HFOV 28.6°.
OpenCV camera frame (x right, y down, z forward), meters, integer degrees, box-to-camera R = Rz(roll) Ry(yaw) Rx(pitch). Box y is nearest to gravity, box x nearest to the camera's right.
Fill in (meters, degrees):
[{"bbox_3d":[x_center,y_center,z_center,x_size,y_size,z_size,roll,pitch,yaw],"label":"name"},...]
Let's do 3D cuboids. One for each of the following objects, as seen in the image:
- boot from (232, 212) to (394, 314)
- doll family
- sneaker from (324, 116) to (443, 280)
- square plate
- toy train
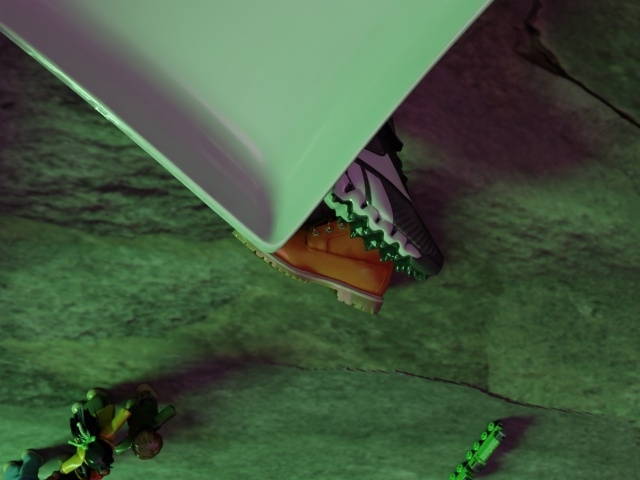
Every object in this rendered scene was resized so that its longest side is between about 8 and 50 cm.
[{"bbox_3d":[0.000,0.000,1.120,0.158,0.059,0.084,22,97,-25],"label":"boot"},{"bbox_3d":[-0.216,0.197,1.111,0.193,0.111,0.076,-45,114,7],"label":"doll family"},{"bbox_3d":[0.037,-0.072,1.067,0.234,0.078,0.106,46,81,-7],"label":"sneaker"},{"bbox_3d":[-0.056,-0.226,0.970,0.344,0.049,0.347,40,100,-5],"label":"square plate"},{"bbox_3d":[0.158,0.218,1.258,0.017,0.023,0.083,31,102,-22],"label":"toy train"}]
